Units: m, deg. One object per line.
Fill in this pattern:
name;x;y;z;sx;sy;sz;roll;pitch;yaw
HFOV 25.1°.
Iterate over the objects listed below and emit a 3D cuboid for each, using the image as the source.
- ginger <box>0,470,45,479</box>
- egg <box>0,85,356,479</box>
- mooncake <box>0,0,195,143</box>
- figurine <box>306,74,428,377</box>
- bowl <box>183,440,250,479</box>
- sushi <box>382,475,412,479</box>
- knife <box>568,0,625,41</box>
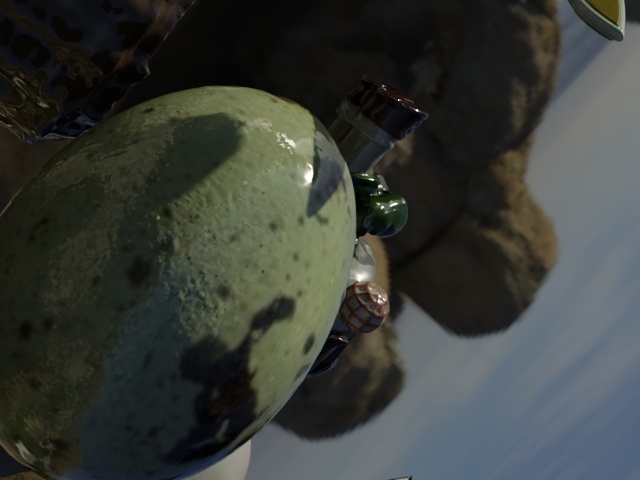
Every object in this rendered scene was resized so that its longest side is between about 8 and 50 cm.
ginger;-0.274;0.369;1.553;0.131;0.294;0.086;-37;-177;9
egg;-0.132;0.036;1.214;0.379;0.288;0.287;-54;179;-17
mooncake;-0.246;-0.252;1.430;0.324;0.187;0.324;-42;-157;23
figurine;0.000;0.000;1.594;0.370;0.167;0.281;-63;-153;14
bowl;-0.204;0.236;1.791;0.144;0.287;0.287;-49;177;39
sushi;0.058;0.407;1.749;0.153;0.150;0.172;-3;136;-30
knife;0.245;-0.267;1.326;0.343;0.061;0.027;-85;-163;-56
